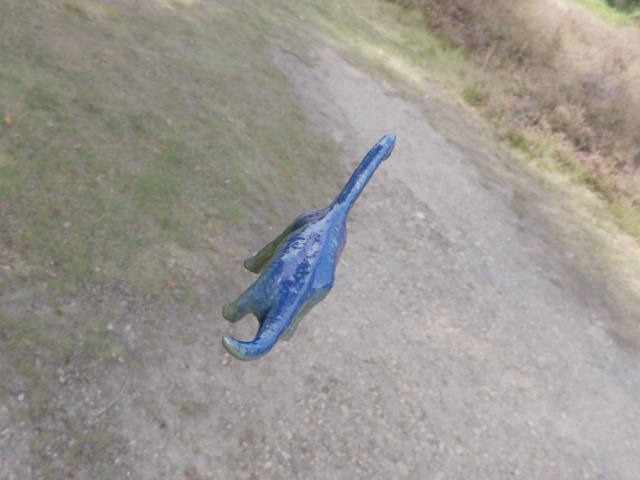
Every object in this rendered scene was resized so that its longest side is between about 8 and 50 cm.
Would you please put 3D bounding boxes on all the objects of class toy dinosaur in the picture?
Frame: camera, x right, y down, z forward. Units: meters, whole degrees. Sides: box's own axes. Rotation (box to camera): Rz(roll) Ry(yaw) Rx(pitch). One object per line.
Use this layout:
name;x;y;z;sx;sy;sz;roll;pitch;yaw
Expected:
toy dinosaur;0.000;0.000;0.540;0.075;0.188;0.247;40;19;-4
